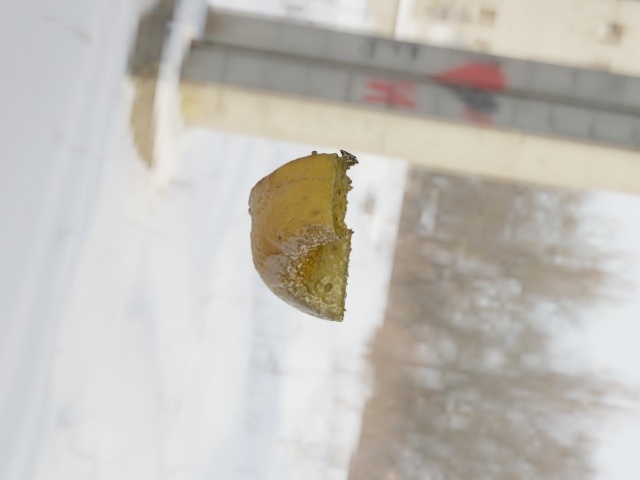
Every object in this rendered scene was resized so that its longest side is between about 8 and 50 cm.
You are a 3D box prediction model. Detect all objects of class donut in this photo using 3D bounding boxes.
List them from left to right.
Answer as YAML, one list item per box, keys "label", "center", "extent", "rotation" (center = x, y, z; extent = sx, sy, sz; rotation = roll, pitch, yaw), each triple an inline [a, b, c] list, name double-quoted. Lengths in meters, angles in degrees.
- label: "donut"
  center: [0.000, 0.000, 0.803]
  extent: [0.083, 0.067, 0.038]
  rotation: [-33, -145, 50]
